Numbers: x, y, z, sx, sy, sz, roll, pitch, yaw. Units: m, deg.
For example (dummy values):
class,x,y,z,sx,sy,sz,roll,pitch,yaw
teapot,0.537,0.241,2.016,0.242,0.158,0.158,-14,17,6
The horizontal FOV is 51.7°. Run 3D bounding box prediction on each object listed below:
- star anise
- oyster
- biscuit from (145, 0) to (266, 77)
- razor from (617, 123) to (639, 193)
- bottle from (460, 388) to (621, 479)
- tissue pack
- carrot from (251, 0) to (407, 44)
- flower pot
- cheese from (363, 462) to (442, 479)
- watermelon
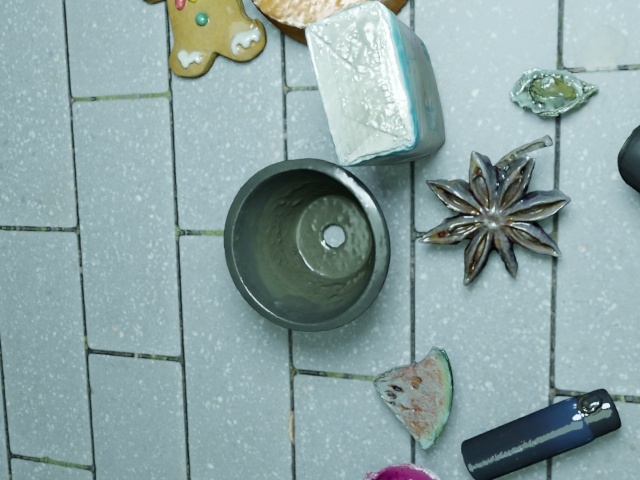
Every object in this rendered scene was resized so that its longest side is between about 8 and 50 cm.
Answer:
class,x,y,z,sx,sy,sz,roll,pitch,yaw
star anise,0.271,-0.051,1.000,0.230,0.081,0.262,30,117,13
oyster,0.343,-0.221,0.984,0.098,0.037,0.100,-41,62,1
biscuit,-0.228,-0.455,1.138,0.216,0.047,0.339,-14,93,19
razor,0.555,-0.080,0.806,0.204,0.113,0.349,-45,51,-4
bottle,0.340,0.302,1.026,0.244,0.072,0.082,-29,128,19
tissue pack,0.091,-0.209,0.940,0.124,0.271,0.201,-10,94,19
carrot,0.028,-0.450,1.024,0.307,0.100,0.258,-29,90,18
flower pot,0.000,0.000,1.057,0.269,0.166,0.268,3,98,22
cheese,0.182,0.460,1.109,0.244,0.062,0.155,21,104,14
watermelon,0.157,0.240,1.089,0.139,0.071,0.187,17,111,23
